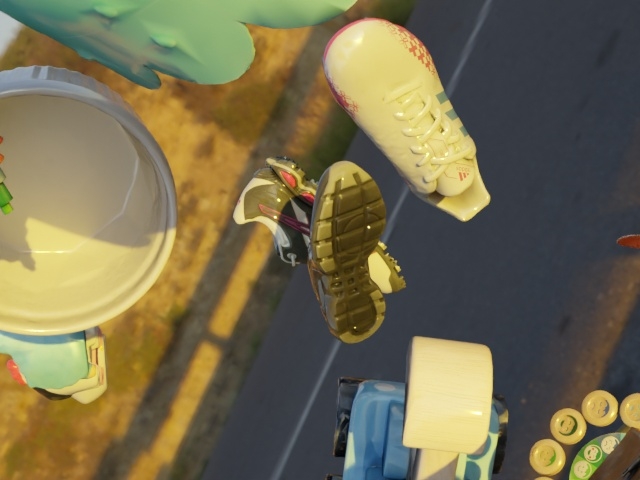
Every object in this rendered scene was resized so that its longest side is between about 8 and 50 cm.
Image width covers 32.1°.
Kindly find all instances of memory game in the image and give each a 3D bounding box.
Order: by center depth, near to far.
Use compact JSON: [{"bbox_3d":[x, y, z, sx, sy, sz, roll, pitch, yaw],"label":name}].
[{"bbox_3d":[0.292,0.238,1.098,0.012,0.186,0.186,41,-110,-56],"label":"memory game"}]

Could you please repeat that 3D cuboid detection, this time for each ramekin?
[{"bbox_3d":[-0.219,-0.039,0.879,0.207,0.207,0.109,-61,22,18],"label":"ramekin"}]

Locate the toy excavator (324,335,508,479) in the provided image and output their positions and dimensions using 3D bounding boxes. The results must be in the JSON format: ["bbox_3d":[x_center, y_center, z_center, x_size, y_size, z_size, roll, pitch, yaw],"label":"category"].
[{"bbox_3d":[0.121,0.275,1.285,0.445,0.223,0.432,-82,-1,-76],"label":"toy excavator"}]

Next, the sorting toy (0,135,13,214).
[{"bbox_3d":[-0.194,-0.026,0.595,0.061,0.042,0.102,-18,23,24],"label":"sorting toy"}]

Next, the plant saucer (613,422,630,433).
[{"bbox_3d":[0.513,0.340,1.466,0.332,0.081,0.332,-58,48,38],"label":"plant saucer"}]

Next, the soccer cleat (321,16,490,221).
[{"bbox_3d":[0.117,-0.132,1.279,0.116,0.331,0.143,-40,56,5],"label":"soccer cleat"}]

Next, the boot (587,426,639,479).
[{"bbox_3d":[0.151,0.248,0.849,0.280,0.096,0.264,-52,-7,-3],"label":"boot"}]

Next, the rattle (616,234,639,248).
[{"bbox_3d":[0.431,0.033,1.162,0.143,0.200,0.130,-28,-44,-25],"label":"rattle"}]

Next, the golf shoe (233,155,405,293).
[{"bbox_3d":[0.000,0.000,1.599,0.120,0.273,0.105,-50,11,-4],"label":"golf shoe"}]

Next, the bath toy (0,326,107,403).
[{"bbox_3d":[-0.323,0.120,1.315,0.348,0.129,0.151,120,145,-75],"label":"bath toy"}]

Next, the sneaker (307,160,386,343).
[{"bbox_3d":[0.017,0.008,1.379,0.106,0.101,0.267,50,151,45],"label":"sneaker"}]

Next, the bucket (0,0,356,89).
[{"bbox_3d":[-0.081,-0.204,0.372,0.281,0.183,0.281,-24,56,42],"label":"bucket"}]
